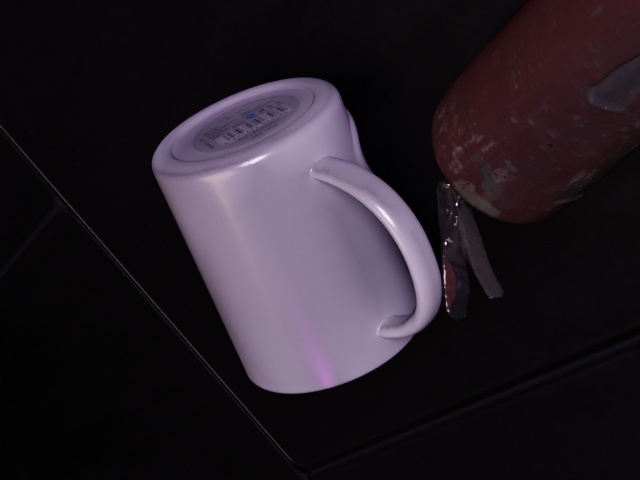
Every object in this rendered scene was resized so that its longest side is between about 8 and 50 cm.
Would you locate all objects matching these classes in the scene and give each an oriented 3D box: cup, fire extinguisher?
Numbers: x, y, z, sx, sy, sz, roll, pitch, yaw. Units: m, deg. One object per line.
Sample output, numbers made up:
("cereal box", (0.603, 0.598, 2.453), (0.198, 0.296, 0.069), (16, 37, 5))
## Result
("cup", (0.001, -0.005, 0.609), (0.136, 0.099, 0.133), (-10, 117, 26))
("fire extinguisher", (0.106, -0.060, 0.457), (0.267, 0.072, 0.089), (-48, 50, 53))
